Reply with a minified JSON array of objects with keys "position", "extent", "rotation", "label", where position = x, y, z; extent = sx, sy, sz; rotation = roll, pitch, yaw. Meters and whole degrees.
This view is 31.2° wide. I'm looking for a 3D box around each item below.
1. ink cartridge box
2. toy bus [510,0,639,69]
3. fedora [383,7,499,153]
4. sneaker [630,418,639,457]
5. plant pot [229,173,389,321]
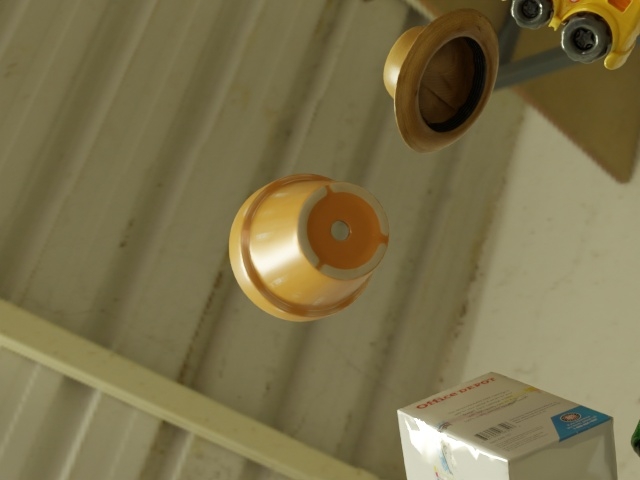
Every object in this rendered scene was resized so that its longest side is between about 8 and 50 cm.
[{"position":[0.240,0.296,1.480],"extent":[0.171,0.233,0.168],"rotation":[-16,-73,-27],"label":"ink cartridge box"},{"position":[0.414,-0.401,1.746],"extent":[0.220,0.211,0.149],"rotation":[34,-143,11],"label":"toy bus"},{"position":[0.135,-0.200,1.386],"extent":[0.194,0.079,0.194],"rotation":[-29,-44,-32],"label":"fedora"},{"position":[0.543,0.188,1.500],"extent":[0.343,0.146,0.134],"rotation":[-35,-36,-27],"label":"sneaker"},{"position":[0.000,0.000,1.541],"extent":[0.205,0.188,0.205],"rotation":[3,-100,-20],"label":"plant pot"}]
